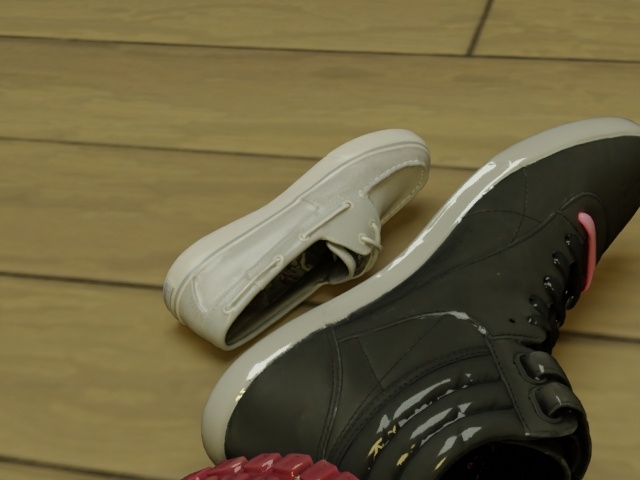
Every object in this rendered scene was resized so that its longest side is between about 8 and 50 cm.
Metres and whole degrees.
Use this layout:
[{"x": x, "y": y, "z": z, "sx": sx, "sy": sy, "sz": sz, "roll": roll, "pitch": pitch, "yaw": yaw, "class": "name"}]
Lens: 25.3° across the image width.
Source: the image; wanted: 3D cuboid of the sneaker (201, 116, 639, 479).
[{"x": 0.099, "y": 0.052, "z": 0.694, "sx": 0.296, "sy": 0.104, "sz": 0.147, "roll": -35, "pitch": 46, "yaw": -24, "class": "sneaker"}]

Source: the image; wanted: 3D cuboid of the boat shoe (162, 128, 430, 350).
[{"x": 0.000, "y": 0.000, "z": 0.808, "sx": 0.184, "sy": 0.066, "sz": 0.063, "roll": -29, "pitch": 52, "yaw": -27, "class": "boat shoe"}]

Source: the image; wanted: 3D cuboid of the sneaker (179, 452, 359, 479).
[{"x": 0.015, "y": 0.166, "z": 0.557, "sx": 0.299, "sy": 0.112, "sz": 0.121, "roll": 4, "pitch": 31, "yaw": 36, "class": "sneaker"}]
